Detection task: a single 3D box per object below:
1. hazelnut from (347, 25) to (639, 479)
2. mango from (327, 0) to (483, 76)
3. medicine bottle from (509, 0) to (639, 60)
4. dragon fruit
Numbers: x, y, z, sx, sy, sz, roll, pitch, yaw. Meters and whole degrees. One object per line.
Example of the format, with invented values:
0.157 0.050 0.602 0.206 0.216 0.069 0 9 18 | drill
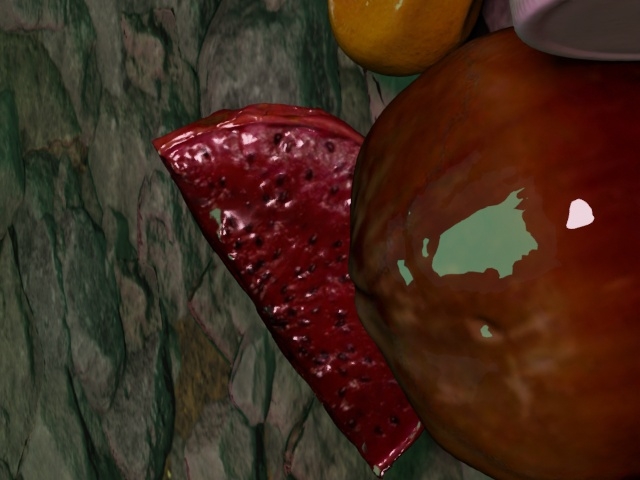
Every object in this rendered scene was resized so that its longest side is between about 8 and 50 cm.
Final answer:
0.122 0.012 1.039 0.217 0.217 0.251 -15 92 61 | hazelnut
0.062 -0.178 1.260 0.115 0.089 0.165 58 137 40 | mango
0.167 -0.251 0.903 0.241 0.241 0.302 -20 74 60 | medicine bottle
0.000 0.000 1.337 0.262 0.134 0.211 57 172 -15 | dragon fruit
